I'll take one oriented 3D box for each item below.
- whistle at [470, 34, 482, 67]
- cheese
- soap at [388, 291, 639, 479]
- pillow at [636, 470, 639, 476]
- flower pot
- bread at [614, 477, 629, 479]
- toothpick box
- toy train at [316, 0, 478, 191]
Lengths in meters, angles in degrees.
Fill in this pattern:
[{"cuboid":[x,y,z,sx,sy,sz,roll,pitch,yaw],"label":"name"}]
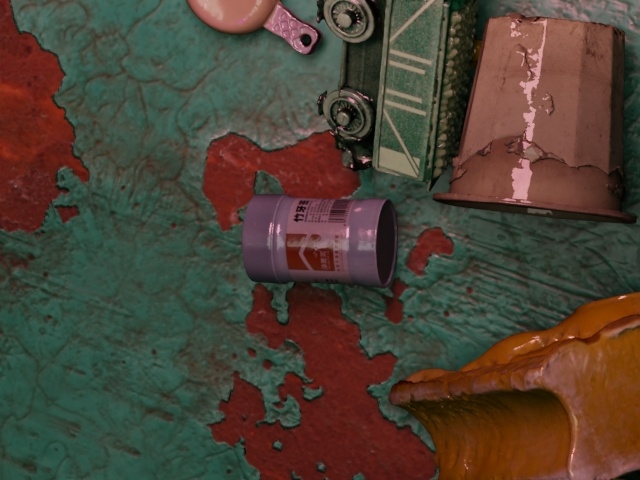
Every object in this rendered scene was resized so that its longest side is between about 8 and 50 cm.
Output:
[{"cuboid":[0.129,-0.220,1.699,0.109,0.046,0.057,43,93,1],"label":"whistle"},{"cuboid":[-0.072,-0.270,1.749,0.171,0.047,0.092,17,105,15],"label":"cheese"},{"cuboid":[0.282,0.155,1.681,0.304,0.338,0.169,-15,88,-25],"label":"soap"},{"cuboid":[0.426,0.205,1.662,0.208,0.052,0.212,-39,84,18],"label":"pillow"},{"cuboid":[0.228,-0.123,1.603,0.212,0.212,0.203,7,93,16],"label":"flower pot"},{"cuboid":[0.276,0.405,1.677,0.192,0.171,0.314,-11,88,47],"label":"bread"},{"cuboid":[0.000,0.000,1.738,0.153,0.101,0.101,2,99,17],"label":"toothpick box"},{"cuboid":[0.081,-0.192,1.655,0.154,0.115,0.269,14,123,17],"label":"toy train"}]
